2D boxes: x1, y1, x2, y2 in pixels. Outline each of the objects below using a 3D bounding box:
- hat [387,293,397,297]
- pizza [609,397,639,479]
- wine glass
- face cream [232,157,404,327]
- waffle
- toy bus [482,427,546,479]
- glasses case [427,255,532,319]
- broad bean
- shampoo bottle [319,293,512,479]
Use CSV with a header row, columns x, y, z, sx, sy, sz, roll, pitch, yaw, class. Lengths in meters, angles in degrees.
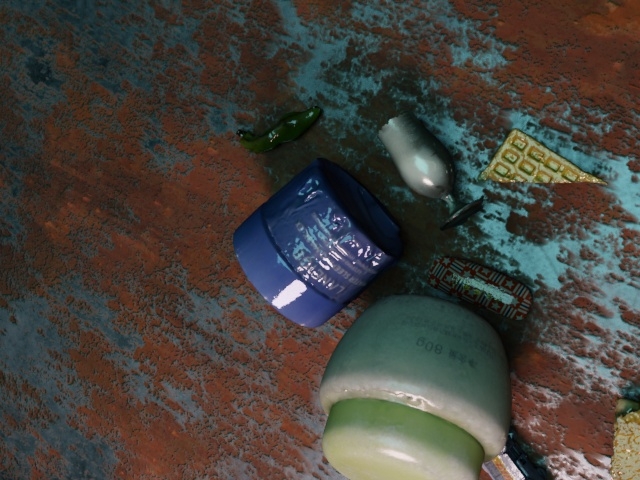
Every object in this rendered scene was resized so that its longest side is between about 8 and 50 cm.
x,y,z,sx,sy,sz,roll,pitch,yaw,class
0.153,0.143,1.512,0.058,0.042,0.087,-57,37,8,hat
0.613,0.405,1.289,0.269,0.087,0.257,4,90,23,pizza
0.200,-0.130,1.440,0.103,0.103,0.222,-38,77,21,wine glass
0.000,0.000,1.453,0.225,0.249,0.249,-43,76,19,face cream
0.389,-0.103,1.389,0.191,0.032,0.125,39,106,19,waffle
0.345,0.411,1.424,0.190,0.064,0.075,52,123,13,toy bus
0.290,0.083,1.435,0.195,0.049,0.073,21,101,22,glasses case
-0.086,-0.219,1.592,0.195,0.046,0.061,-12,90,26,broad bean
0.163,0.262,1.339,0.323,0.322,0.317,7,60,24,shampoo bottle
